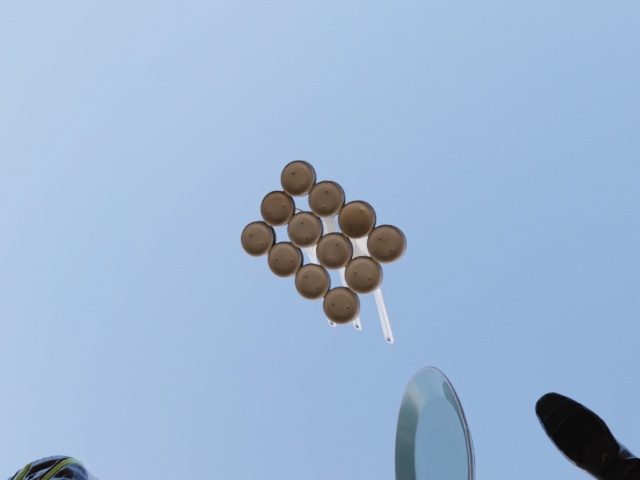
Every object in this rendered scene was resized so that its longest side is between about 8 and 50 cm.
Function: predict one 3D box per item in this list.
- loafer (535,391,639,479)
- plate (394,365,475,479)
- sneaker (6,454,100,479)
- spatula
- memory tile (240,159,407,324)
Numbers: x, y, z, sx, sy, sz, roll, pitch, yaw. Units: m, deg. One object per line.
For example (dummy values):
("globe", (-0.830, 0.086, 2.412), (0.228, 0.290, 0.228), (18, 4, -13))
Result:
("loafer", (0.317, 0.244, 0.640), (0.062, 0.061, 0.170), (-43, -132, 0))
("plate", (0.118, 0.225, 0.577), (0.024, 0.188, 0.188), (7, -116, -12))
("sneaker", (-0.299, 0.345, 0.413), (0.384, 0.147, 0.145), (-39, -160, -9))
("spatula", (0.039, 0.062, 0.889), (0.168, 0.242, 0.019), (10, -142, 38))
("memory tile", (0.000, 0.000, 0.547), (0.148, 0.012, 0.113), (38, -77, 18))
